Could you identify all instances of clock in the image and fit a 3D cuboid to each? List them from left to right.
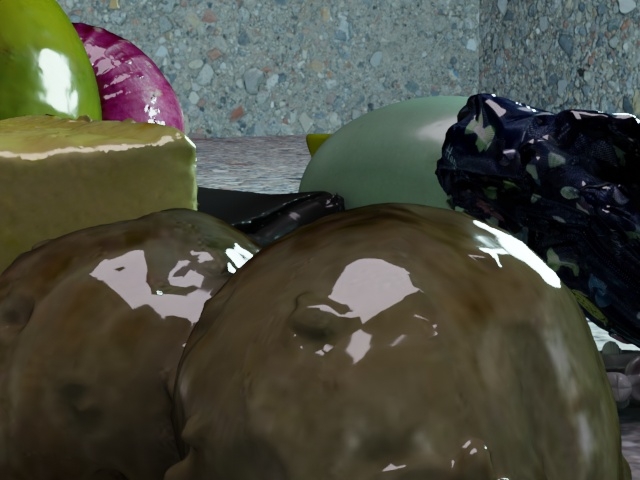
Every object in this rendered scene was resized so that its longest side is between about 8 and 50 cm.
[{"bbox_3d":[0.150,0.077,0.812,0.129,0.041,0.087,-3,2,19],"label":"clock"}]

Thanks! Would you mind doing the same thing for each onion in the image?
[{"bbox_3d":[-0.288,-0.143,1.711,0.256,0.231,0.272,5,-19,-27],"label":"onion"}]

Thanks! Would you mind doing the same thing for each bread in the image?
[{"bbox_3d":[-0.205,0.030,0.745,0.264,0.168,0.163,-12,14,-43],"label":"bread"}]

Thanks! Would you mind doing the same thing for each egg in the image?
[{"bbox_3d":[0.089,-0.027,1.129,0.230,0.168,0.168,0,6,30],"label":"egg"}]

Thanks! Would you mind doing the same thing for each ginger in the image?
[{"bbox_3d":[-0.037,0.067,0.555,0.304,0.155,0.244,-6,11,26],"label":"ginger"}]

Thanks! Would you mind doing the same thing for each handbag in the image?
[{"bbox_3d":[-0.129,0.013,1.081,0.246,0.080,0.223,7,19,44],"label":"handbag"},{"bbox_3d":[0.190,0.001,0.869,0.260,0.113,0.162,34,-8,-28],"label":"handbag"}]

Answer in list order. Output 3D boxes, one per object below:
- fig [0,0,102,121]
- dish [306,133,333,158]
[{"bbox_3d":[-0.344,-0.112,1.295,0.343,0.343,0.343,0,7,0],"label":"fig"},{"bbox_3d":[0.102,-0.073,1.727,0.221,0.108,0.262,-2,6,-11],"label":"dish"}]
